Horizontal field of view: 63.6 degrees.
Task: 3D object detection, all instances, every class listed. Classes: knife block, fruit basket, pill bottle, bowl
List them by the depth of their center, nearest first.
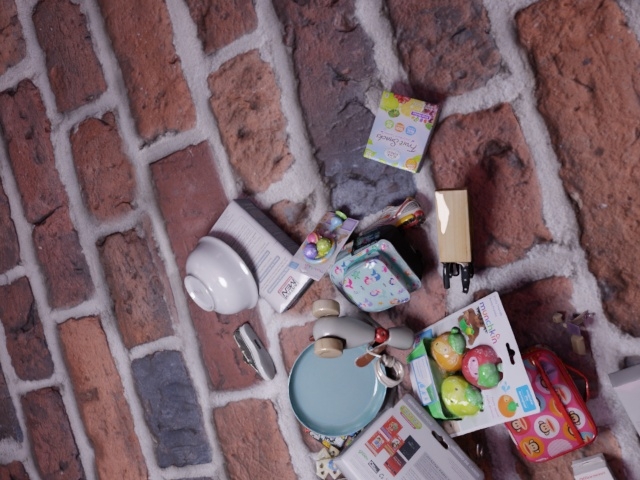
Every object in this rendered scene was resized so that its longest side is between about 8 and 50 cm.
[{"bbox_3d":[0.400,0.358,1.440,0.353,0.166,0.326,-45,48,48],"label":"fruit basket"},{"bbox_3d":[0.382,0.012,1.457,0.088,0.275,0.241,-2,65,21],"label":"knife block"},{"bbox_3d":[0.026,0.451,1.694,0.121,0.121,0.221,-7,93,21],"label":"pill bottle"},{"bbox_3d":[-0.358,0.142,1.726,0.298,0.134,0.297,29,138,29],"label":"bowl"}]

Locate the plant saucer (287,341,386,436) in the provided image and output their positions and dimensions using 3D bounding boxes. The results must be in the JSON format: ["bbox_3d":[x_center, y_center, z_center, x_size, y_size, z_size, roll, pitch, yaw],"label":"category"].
[{"bbox_3d":[0.051,0.449,1.614,0.318,0.044,0.317,0,89,-13],"label":"plant saucer"}]

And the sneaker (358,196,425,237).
[{"bbox_3d":[0.217,-0.056,1.602,0.225,0.088,0.092,-28,58,25],"label":"sneaker"}]

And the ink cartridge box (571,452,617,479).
[{"bbox_3d":[0.777,0.674,1.445,0.092,0.090,0.143,-29,84,21],"label":"ink cartridge box"}]

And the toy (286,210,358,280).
[{"bbox_3d":[0.000,0.000,1.613,0.137,0.056,0.237,20,63,37],"label":"toy"}]

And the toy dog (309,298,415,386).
[{"bbox_3d":[0.099,0.294,1.543,0.334,0.220,0.161,30,147,-10],"label":"toy dog"}]

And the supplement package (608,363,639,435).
[{"bbox_3d":[0.869,0.437,1.378,0.105,0.105,0.179,-28,85,22],"label":"supplement package"}]

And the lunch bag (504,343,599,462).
[{"bbox_3d":[0.635,0.453,1.468,0.258,0.120,0.293,-30,82,16],"label":"lunch bag"}]

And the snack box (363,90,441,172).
[{"bbox_3d":[0.246,-0.325,1.560,0.175,0.070,0.207,20,104,17],"label":"snack box"}]

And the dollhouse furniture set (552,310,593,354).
[{"bbox_3d":[0.729,0.255,1.466,0.081,0.091,0.114,-27,112,-18],"label":"dollhouse furniture set"}]

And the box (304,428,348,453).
[{"bbox_3d":[0.024,0.652,1.765,0.137,0.027,0.093,31,106,15],"label":"box"}]

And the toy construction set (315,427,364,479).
[{"bbox_3d":[0.128,0.694,1.610,0.328,0.151,0.214,-10,59,53],"label":"toy construction set"}]

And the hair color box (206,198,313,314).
[{"bbox_3d":[-0.192,0.047,1.742,0.374,0.114,0.185,43,108,13],"label":"hair color box"}]

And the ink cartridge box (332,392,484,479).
[{"bbox_3d":[0.242,0.629,1.419,0.272,0.130,0.309,-37,76,-25],"label":"ink cartridge box"}]

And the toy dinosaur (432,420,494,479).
[{"bbox_3d":[0.385,0.610,1.528,0.296,0.200,0.127,12,101,18],"label":"toy dinosaur"}]

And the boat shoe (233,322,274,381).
[{"bbox_3d":[-0.235,0.402,1.818,0.070,0.078,0.219,-36,74,20],"label":"boat shoe"}]

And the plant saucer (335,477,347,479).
[{"bbox_3d":[0.128,0.942,1.743,0.311,0.050,0.310,3,97,21],"label":"plant saucer"}]

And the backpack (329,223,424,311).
[{"bbox_3d":[0.159,0.099,1.558,0.254,0.191,0.225,-25,115,37],"label":"backpack"}]
